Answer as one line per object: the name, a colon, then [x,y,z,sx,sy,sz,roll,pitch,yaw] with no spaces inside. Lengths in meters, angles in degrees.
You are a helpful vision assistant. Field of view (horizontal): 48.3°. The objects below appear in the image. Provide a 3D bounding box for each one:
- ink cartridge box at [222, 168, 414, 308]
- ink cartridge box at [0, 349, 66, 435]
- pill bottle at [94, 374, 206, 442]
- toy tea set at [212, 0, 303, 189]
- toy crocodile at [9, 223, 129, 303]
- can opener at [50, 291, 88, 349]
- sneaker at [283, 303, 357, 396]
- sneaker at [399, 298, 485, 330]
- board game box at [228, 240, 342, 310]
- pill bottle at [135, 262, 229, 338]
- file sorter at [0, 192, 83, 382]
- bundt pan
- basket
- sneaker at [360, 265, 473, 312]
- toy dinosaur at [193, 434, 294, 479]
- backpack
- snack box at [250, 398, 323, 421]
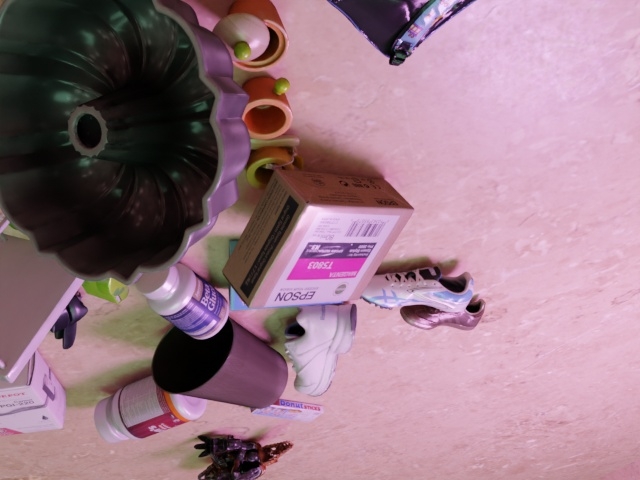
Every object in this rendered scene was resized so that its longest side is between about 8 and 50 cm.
ink cartridge box: [0.000,0.000,1.064,0.235,0.088,0.193,-1,129,-44]
ink cartridge box: [-0.620,0.306,1.431,0.159,0.092,0.217,-7,143,-5]
pill bottle: [-0.365,0.354,1.531,0.221,0.121,0.121,-24,142,18]
toy tea set: [-0.119,-0.141,0.900,0.200,0.124,0.336,-6,144,-5]
toy crocodile: [-0.354,-0.011,1.055,0.115,0.105,0.340,14,149,16]
can opener: [-0.458,0.141,1.276,0.073,0.059,0.186,-23,163,-30]
sneaker: [-0.018,0.215,1.459,0.129,0.111,0.297,12,135,-8]
sneaker: [0.247,0.135,1.437,0.189,0.066,0.071,6,125,-30]
board game box: [-0.056,0.059,1.257,0.210,0.047,0.160,-3,144,-11]
pill bottle: [-0.238,0.097,1.228,0.094,0.094,0.169,-21,143,16]
file sorter: [-0.478,0.022,0.901,0.278,0.192,0.173,13,144,17]
bundt pan: [-0.213,-0.124,0.783,0.331,0.330,0.124,-32,177,28]
basket: [-0.177,0.246,1.409,0.204,0.154,0.227,-29,144,22]
sneaker: [0.171,0.082,1.329,0.237,0.085,0.086,5,116,-14]
toy dinosaur: [-0.213,0.582,1.902,0.322,0.164,0.218,-48,147,17]
backpack: [0.096,-0.296,0.744,0.173,0.116,0.158,-31,139,28]
snack box: [-0.082,0.421,1.774,0.178,0.022,0.064,17,137,-33]
